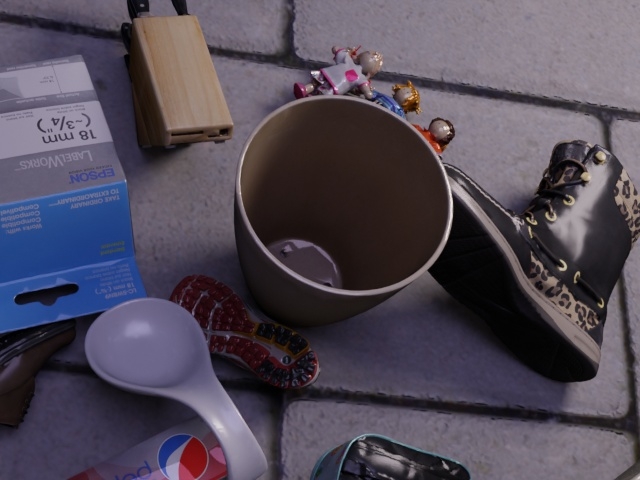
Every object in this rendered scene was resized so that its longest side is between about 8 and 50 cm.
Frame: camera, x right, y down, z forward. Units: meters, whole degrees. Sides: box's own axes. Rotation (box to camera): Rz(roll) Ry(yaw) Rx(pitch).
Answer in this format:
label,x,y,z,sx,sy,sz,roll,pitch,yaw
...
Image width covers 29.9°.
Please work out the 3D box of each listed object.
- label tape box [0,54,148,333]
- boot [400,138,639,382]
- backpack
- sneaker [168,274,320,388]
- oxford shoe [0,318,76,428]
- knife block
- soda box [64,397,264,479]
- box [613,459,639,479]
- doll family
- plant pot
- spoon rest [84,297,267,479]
label,x,y,z,sx,sy,sz,roll,pitch,yaw
label tape box,-0.366,-0.063,1.475,0.240,0.106,0.334,-12,57,-19
boot,0.286,-0.027,1.604,0.377,0.138,0.284,45,57,-19
backpack,0.070,0.320,1.415,0.188,0.144,0.166,27,61,-27
sneaker,-0.098,0.124,1.513,0.225,0.093,0.088,33,84,18
oxford shoe,-0.373,0.170,1.424,0.227,0.082,0.096,-39,108,-33
knife block,-0.198,-0.245,1.571,0.088,0.275,0.242,-8,97,-18
soda box,-0.201,0.285,1.395,0.263,0.092,0.083,-25,73,-24
box,0.474,0.316,1.528,0.232,0.149,0.127,-29,76,-24
doll family,0.087,-0.161,1.689,0.163,0.118,0.263,-28,57,-18
plant pot,0.000,0.000,1.481,0.256,0.274,0.257,5,64,-11
spoon rest,-0.163,0.163,1.379,0.137,0.084,0.276,-31,60,-28
